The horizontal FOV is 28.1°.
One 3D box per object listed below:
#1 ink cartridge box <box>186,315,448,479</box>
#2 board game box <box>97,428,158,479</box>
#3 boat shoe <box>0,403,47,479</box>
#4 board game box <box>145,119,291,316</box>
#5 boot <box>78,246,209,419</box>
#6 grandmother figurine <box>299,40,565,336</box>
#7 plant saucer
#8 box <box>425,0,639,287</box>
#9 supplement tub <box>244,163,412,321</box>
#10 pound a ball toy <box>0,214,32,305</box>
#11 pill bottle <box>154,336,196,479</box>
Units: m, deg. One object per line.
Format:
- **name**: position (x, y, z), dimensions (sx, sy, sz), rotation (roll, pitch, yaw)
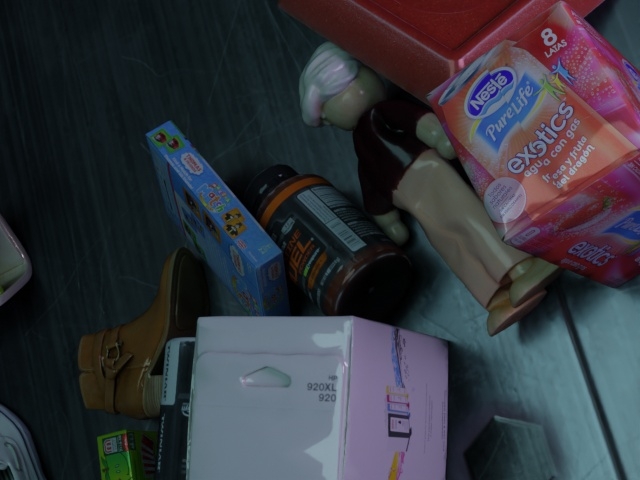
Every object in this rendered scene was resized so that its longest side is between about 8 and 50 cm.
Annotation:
- **ink cartridge box**: position (0.003, 0.168, 1.248), dimensions (0.171, 0.232, 0.168), rotation (-3, 79, 29)
- **board game box**: position (-0.192, 0.303, 1.409), dimensions (0.043, 0.092, 0.181), rotation (-18, 72, 26)
- **boat shoe**: position (-0.381, 0.273, 1.527), dimensions (0.083, 0.076, 0.226), rotation (-50, 62, 11)
- **board game box**: position (-0.109, -0.010, 1.391), dimensions (0.039, 0.160, 0.211), rotation (-32, 62, -16)
- **boot**: position (-0.211, 0.107, 1.472), dimensions (0.152, 0.073, 0.197), rotation (-4, 76, 32)
- **grandmother figurine**: position (0.097, -0.064, 1.288), dimensions (0.342, 0.104, 0.208), rotation (51, 141, 16)
- **plant saucer**: position (0.129, -0.267, 1.295), dimensions (0.259, 0.048, 0.258), rotation (-40, 59, -22)
- **box**: position (0.239, -0.073, 1.127), dimensions (0.142, 0.300, 0.154), rotation (-35, 65, 21)
- **supplement tub**: position (0.000, 0.000, 1.350), dimensions (0.106, 0.106, 0.198), rotation (-53, 53, 10)
- **pound a ball toy**: position (-0.509, 0.015, 1.594), dimensions (0.319, 0.136, 0.208), rotation (-27, 105, 22)
- **pill bottle**: position (-0.110, 0.230, 1.356), dimensions (0.130, 0.130, 0.246), rotation (-1, 79, 28)
